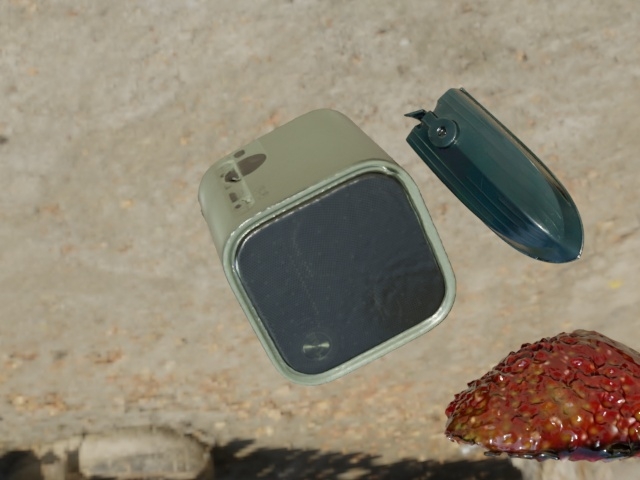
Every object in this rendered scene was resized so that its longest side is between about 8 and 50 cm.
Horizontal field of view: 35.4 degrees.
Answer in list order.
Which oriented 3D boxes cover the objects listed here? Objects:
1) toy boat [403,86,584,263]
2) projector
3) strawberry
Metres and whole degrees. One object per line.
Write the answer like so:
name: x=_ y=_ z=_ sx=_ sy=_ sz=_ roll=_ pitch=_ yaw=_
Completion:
toy boat: x=0.243 y=-0.078 z=1.345 sx=0.114 sy=0.296 sz=0.122 roll=-49 pitch=155 yaw=17
projector: x=0.000 y=0.000 z=1.290 sx=0.248 sy=0.249 sz=0.248 roll=-27 pitch=116 yaw=-3
strawberry: x=0.286 y=0.175 z=1.154 sx=0.233 sy=0.137 sz=0.306 roll=10 pitch=-176 yaw=43
